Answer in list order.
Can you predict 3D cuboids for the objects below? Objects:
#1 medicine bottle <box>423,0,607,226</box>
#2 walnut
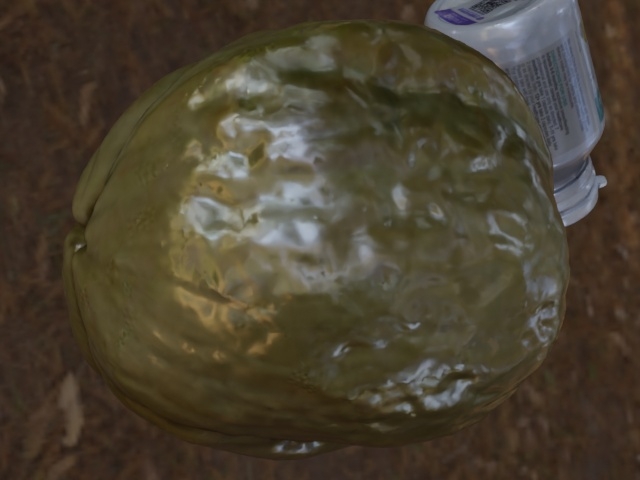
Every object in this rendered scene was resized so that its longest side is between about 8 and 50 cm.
[{"bbox_3d":[0.179,-0.119,1.228,0.135,0.135,0.215,-60,137,-48],"label":"medicine bottle"},{"bbox_3d":[0.000,0.000,0.769,0.283,0.283,0.227,57,-4,-30],"label":"walnut"}]
